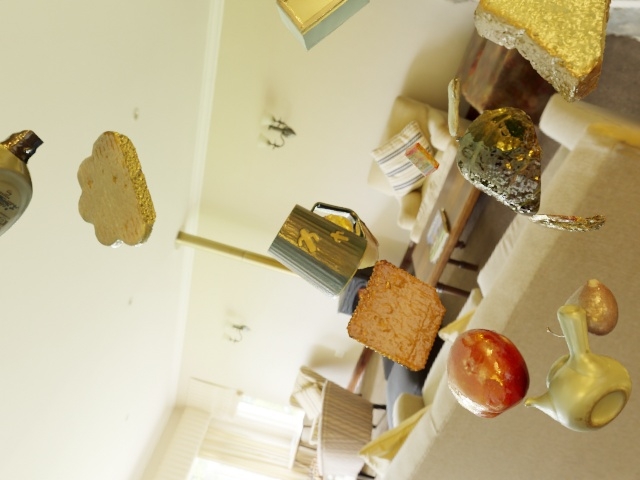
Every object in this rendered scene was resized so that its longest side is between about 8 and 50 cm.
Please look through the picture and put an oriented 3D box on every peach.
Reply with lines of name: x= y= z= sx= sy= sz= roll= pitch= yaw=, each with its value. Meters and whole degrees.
peach: x=0.463 y=0.369 z=1.179 sx=0.243 sy=0.199 sz=0.244 roll=-11 pitch=76 yaw=56

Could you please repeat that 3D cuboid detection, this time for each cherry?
cherry: x=0.686 y=0.176 z=1.095 sx=0.188 sy=0.115 sz=0.148 roll=148 pitch=112 yaw=-89

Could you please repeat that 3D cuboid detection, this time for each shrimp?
shrimp: x=0.774 y=-0.066 z=1.328 sx=0.236 sy=0.132 sz=0.053 roll=11 pitch=76 yaw=60

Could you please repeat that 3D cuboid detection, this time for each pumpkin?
pumpkin: x=0.409 y=-0.151 z=0.961 sx=0.111 sy=0.162 sz=0.279 roll=-85 pitch=-18 yaw=-60

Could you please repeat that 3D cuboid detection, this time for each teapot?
teapot: x=0.663 y=0.320 z=1.036 sx=0.149 sy=0.219 sz=0.319 roll=-132 pitch=49 yaw=-61

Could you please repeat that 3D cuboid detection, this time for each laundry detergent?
laundry detergent: x=-0.621 y=-0.104 z=0.725 sx=0.281 sy=0.105 sz=0.215 roll=-50 pitch=-33 yaw=-13

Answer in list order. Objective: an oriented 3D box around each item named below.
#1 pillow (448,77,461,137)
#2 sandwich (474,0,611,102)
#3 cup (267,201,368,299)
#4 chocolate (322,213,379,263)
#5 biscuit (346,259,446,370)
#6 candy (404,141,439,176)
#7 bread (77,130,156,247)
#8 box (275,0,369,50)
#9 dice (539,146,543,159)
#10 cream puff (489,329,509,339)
pillow: x=0.562 y=-0.553 z=1.754 sx=0.148 sy=0.050 sz=0.230 roll=-35 pitch=-55 yaw=-70
sandwich: x=0.463 y=-0.420 z=0.758 sx=0.289 sy=0.254 sz=0.099 roll=61 pitch=-172 yaw=30
cup: x=0.000 y=0.000 z=0.794 sx=0.177 sy=0.155 sz=0.131 roll=-63 pitch=6 yaw=-29
chocolate: x=0.115 y=0.016 z=1.419 sx=0.445 sy=0.162 sz=0.162 roll=27 pitch=-102 yaw=-70
biscuit: x=0.210 y=0.198 z=1.108 sx=0.232 sy=0.236 sz=0.013 roll=-63 pitch=6 yaw=-16
candy: x=0.369 y=-0.295 z=1.519 sx=0.062 sy=0.122 sz=0.038 roll=-33 pitch=19 yaw=50
bread: x=-0.498 y=-0.107 z=1.001 sx=0.056 sy=0.207 sz=0.287 roll=-2 pitch=-106 yaw=-64
box: x=0.008 y=-0.659 z=1.152 sx=0.225 sy=0.130 sz=0.086 roll=-37 pitch=-11 yaw=2
dice: x=0.572 y=-0.251 z=1.329 sx=0.182 sy=0.182 sz=0.183 roll=-52 pitch=-8 yaw=5
cream puff: x=0.641 y=0.426 z=1.577 sx=0.129 sy=0.189 sz=0.189 roll=-25 pitch=40 yaw=44
